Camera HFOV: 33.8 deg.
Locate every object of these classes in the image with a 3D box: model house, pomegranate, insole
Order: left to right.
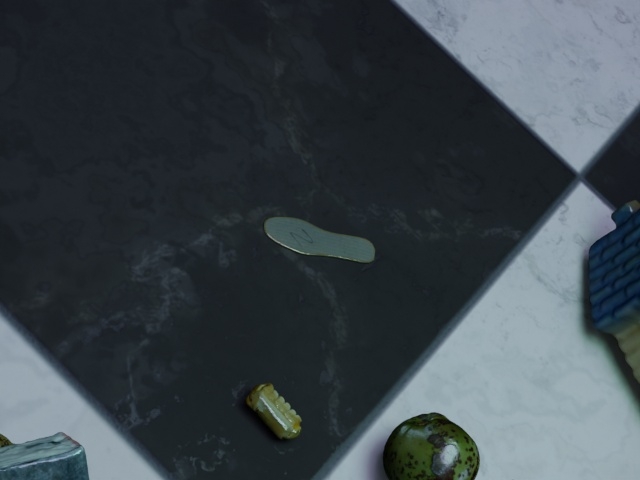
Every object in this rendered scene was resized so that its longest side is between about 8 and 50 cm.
[{"bbox_3d":[0.000,0.000,1.621,0.188,0.004,0.064,13,56,-20],"label":"insole"},{"bbox_3d":[0.165,0.304,1.428,0.163,0.138,0.125,29,77,-21],"label":"pomegranate"},{"bbox_3d":[0.708,0.043,1.726,0.445,0.395,0.400,-11,63,-42],"label":"model house"}]

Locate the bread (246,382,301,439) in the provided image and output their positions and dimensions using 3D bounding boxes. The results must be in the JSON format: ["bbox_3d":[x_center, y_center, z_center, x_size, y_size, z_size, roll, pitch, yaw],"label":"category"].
[{"bbox_3d":[-0.062,0.232,1.418,0.088,0.033,0.049,46,36,1],"label":"bread"}]

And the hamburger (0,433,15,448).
[{"bbox_3d":[-0.388,0.289,1.156,0.185,0.113,0.177,-5,61,-29],"label":"hamburger"}]

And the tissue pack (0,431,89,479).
[{"bbox_3d":[-0.333,0.370,1.050,0.228,0.103,0.315,-10,100,-29],"label":"tissue pack"}]
